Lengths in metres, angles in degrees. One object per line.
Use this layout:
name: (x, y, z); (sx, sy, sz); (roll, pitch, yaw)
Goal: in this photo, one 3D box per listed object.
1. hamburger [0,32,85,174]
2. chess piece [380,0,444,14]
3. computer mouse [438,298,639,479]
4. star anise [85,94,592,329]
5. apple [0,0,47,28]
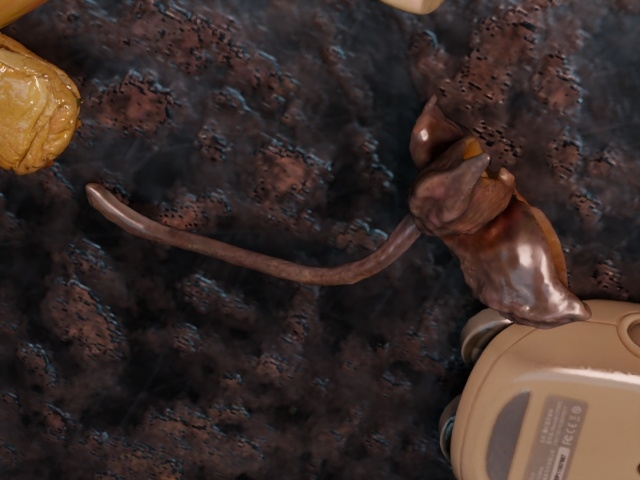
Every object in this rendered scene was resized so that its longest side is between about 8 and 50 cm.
hamburger: (-0.173, -0.075, 1.020); (0.083, 0.044, 0.076); (33, 120, -16)
chess piece: (0.092, -0.273, 0.813); (0.117, 0.117, 0.397); (15, 126, -2)
computer mouse: (0.189, 0.107, 1.065); (0.237, 0.082, 0.145); (10, 125, 4)
star anise: (0.000, 0.000, 0.994); (0.227, 0.148, 0.218); (-33, 71, 14)
apple: (-0.182, -0.226, 0.833); (0.309, 0.314, 0.252); (-24, 75, 23)
